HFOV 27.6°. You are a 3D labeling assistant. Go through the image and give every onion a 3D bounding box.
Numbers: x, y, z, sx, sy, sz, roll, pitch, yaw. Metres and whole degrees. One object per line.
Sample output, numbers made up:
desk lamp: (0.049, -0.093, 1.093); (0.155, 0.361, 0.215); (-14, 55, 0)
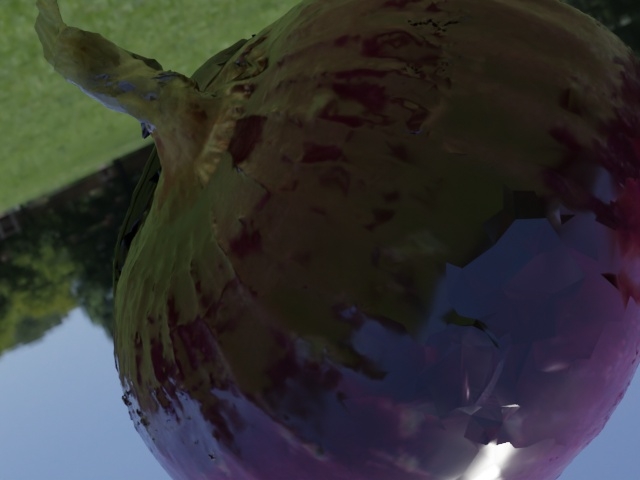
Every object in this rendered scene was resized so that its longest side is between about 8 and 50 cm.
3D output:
onion: (0.027, 0.015, 0.558); (0.272, 0.256, 0.230); (-2, -171, -17)
